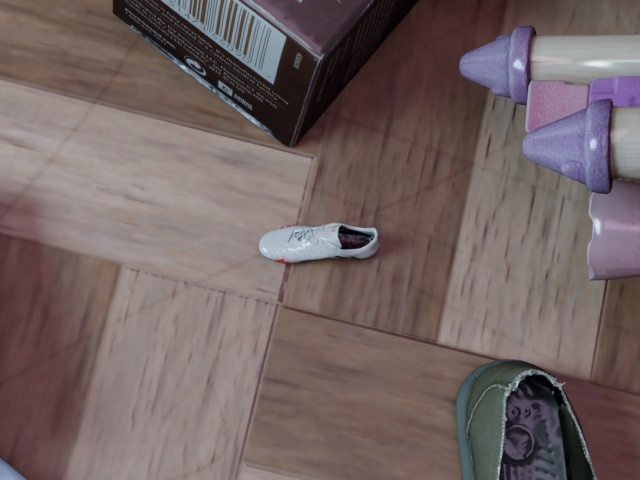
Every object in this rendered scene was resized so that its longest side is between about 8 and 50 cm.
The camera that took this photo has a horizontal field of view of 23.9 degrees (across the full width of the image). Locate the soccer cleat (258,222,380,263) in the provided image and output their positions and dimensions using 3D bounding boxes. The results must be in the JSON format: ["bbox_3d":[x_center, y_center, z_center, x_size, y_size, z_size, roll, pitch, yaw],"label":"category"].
[{"bbox_3d":[0.000,0.000,1.033,0.083,0.035,0.029,1,73,-7],"label":"soccer cleat"}]

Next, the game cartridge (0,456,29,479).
[{"bbox_3d":[-0.317,0.225,0.916,0.196,0.060,0.294,37,72,9],"label":"game cartridge"}]

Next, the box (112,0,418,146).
[{"bbox_3d":[-0.015,-0.207,1.026,0.168,0.167,0.203,38,72,5],"label":"box"}]

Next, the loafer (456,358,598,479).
[{"bbox_3d":[0.139,0.193,0.963,0.094,0.087,0.251,-9,74,-10],"label":"loafer"}]

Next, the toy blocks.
[{"bbox_3d":[0.216,-0.091,0.997,0.260,0.309,0.288,1,63,15],"label":"toy blocks"}]
